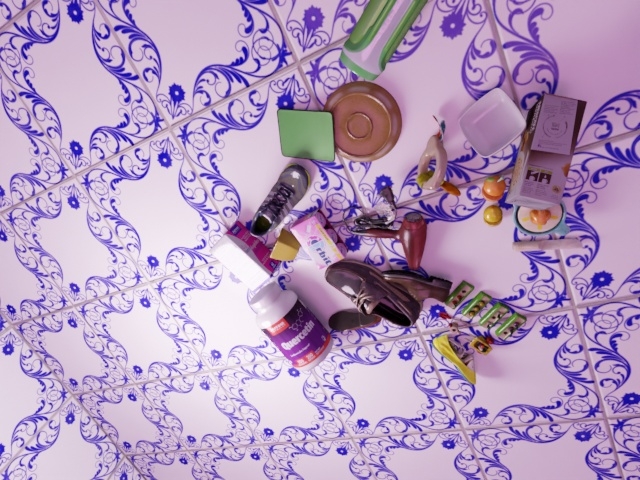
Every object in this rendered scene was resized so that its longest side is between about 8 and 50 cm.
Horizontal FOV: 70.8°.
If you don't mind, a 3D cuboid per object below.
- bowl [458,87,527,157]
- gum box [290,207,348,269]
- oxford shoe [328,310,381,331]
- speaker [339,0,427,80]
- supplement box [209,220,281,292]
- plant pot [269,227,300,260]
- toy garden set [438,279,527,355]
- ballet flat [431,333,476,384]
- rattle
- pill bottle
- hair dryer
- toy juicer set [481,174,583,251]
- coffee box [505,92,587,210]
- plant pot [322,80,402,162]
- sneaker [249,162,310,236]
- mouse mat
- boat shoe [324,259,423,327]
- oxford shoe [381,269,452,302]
[{"bbox_3d":[0.447,-0.298,1.161,0.142,0.053,0.142,-40,69,34],"label":"bowl"},{"bbox_3d":[0.000,0.000,1.501,0.107,0.062,0.188,-26,109,29],"label":"gum box"},{"bbox_3d":[0.125,0.297,1.637,0.212,0.076,0.076,-12,156,34],"label":"oxford shoe"},{"bbox_3d":[0.168,-0.545,1.087,0.131,0.131,0.297,34,124,-4],"label":"speaker"},{"bbox_3d":[-0.263,0.057,1.590,0.220,0.111,0.114,43,123,-10],"label":"supplement box"},{"bbox_3d":[-0.116,0.023,1.545,0.083,0.081,0.082,23,124,-9],"label":"plant pot"},{"bbox_3d":[0.519,0.274,1.503,0.244,0.049,0.204,30,124,-1],"label":"toy garden set"},{"bbox_3d":[0.492,0.415,1.586,0.231,0.077,0.077,45,106,-8],"label":"ballet flat"},{"bbox_3d":[0.354,-0.232,1.249,0.142,0.130,0.200,11,96,-1],"label":"rattle"},{"bbox_3d":[-0.111,0.310,1.648,0.181,0.181,0.323,-30,107,30],"label":"pill bottle"},{"bbox_3d":[0.230,-0.029,1.421,0.293,0.080,0.223,49,137,-6],"label":"hair dryer"},{"bbox_3d":[0.576,-0.060,1.264,0.209,0.089,0.329,-24,110,28],"label":"toy juicer set"},{"bbox_3d":[0.541,-0.207,1.093,0.098,0.141,0.247,14,91,9],"label":"coffee box"},{"bbox_3d":[0.113,-0.331,1.289,0.236,0.032,0.237,9,122,14],"label":"plant pot"},{"bbox_3d":[-0.132,-0.115,1.440,0.111,0.121,0.300,33,124,-3],"label":"sneaker"},{"bbox_3d":[-0.043,-0.314,1.344,0.189,0.007,0.153,11,123,24],"label":"mouse mat"},{"bbox_3d":[0.176,0.178,1.508,0.355,0.130,0.132,23,124,4],"label":"boat shoe"},{"bbox_3d":[0.305,0.152,1.466,0.227,0.083,0.096,15,99,12],"label":"oxford shoe"}]
